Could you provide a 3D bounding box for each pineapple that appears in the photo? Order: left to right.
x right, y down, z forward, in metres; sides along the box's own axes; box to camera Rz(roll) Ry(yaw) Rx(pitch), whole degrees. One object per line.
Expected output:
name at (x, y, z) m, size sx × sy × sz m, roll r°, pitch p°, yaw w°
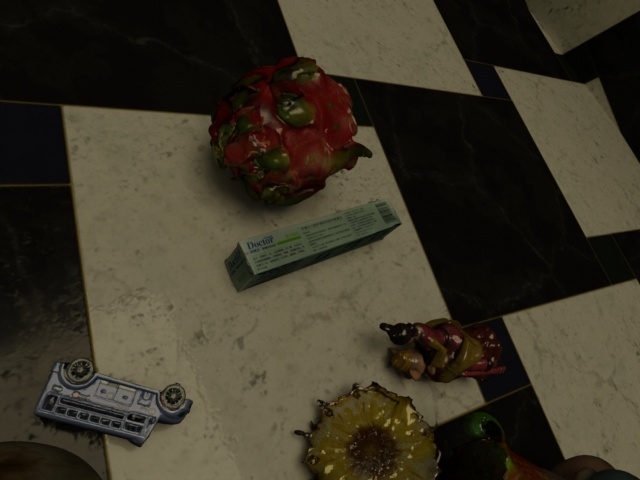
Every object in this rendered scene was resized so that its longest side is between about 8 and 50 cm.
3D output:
pineapple at (0.071, 0.308, 0.644) m, size 0.221 × 0.047 × 0.221 m, roll 0°, pitch 52°, yaw 1°

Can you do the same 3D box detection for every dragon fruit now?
dragon fruit at (-0.053, -0.192, 0.776) m, size 0.231 × 0.237 × 0.303 m, roll 59°, pitch 38°, yaw -17°
dragon fruit at (0.214, 0.390, 0.597) m, size 0.130 × 0.268 × 0.295 m, roll 29°, pitch 68°, yaw -1°

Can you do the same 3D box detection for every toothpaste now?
toothpaste at (0.000, 0.000, 0.788) m, size 0.336 × 0.081 × 0.067 m, roll -18°, pitch 74°, yaw -36°

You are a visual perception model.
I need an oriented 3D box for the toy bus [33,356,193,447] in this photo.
toy bus at (-0.246, 0.201, 0.541) m, size 0.167 × 0.073 × 0.076 m, roll 22°, pitch 58°, yaw -14°

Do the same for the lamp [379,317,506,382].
lamp at (0.204, 0.197, 0.783) m, size 0.253 × 0.118 × 0.119 m, roll 6°, pitch 62°, yaw -29°

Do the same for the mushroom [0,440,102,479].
mushroom at (-0.303, 0.289, 0.390) m, size 0.226 × 0.178 × 0.226 m, roll -1°, pitch 25°, yaw 0°

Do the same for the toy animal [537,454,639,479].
toy animal at (0.396, 0.460, 0.705) m, size 0.221 × 0.230 × 0.210 m, roll -13°, pitch 42°, yaw 7°
